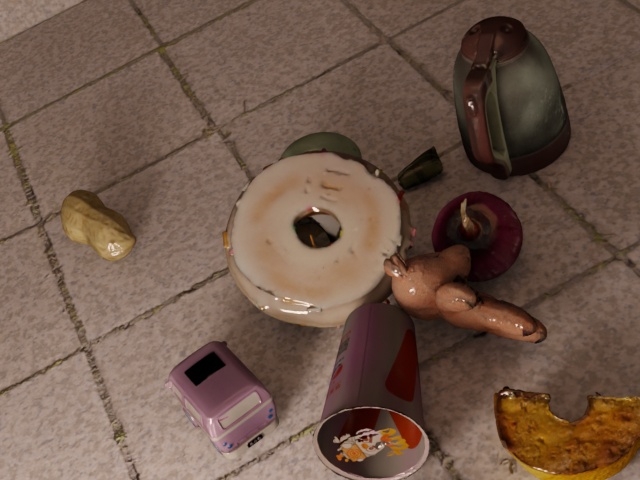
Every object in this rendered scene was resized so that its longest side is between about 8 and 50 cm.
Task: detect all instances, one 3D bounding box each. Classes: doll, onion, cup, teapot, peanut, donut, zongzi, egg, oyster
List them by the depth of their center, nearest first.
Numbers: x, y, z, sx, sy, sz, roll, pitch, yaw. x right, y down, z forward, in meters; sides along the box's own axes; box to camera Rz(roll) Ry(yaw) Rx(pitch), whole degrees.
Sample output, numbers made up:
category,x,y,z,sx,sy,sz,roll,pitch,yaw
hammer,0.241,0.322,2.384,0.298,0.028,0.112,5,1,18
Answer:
category,x,y,z,sx,sy,sz,roll,pitch,yaw
donut,0.396,0.327,1.698,0.259,0.101,0.152,3,48,25
cup,0.099,0.254,1.855,0.203,0.203,0.288,-10,37,14
doll,0.276,0.091,1.917,0.303,0.201,0.156,16,75,30
onion,0.303,-0.007,2.041,0.177,0.177,0.153,-6,11,18
donut,0.000,0.000,2.099,0.383,0.142,0.382,-2,70,6
teapot,0.372,-0.293,2.191,0.233,0.312,0.315,2,47,28
oyster,-0.018,-0.013,2.244,0.233,0.107,0.161,5,46,3
zongzi,0.214,-0.165,2.328,0.104,0.052,0.113,-23,28,8
egg,-0.002,-0.165,2.340,0.192,0.149,0.149,-17,41,-6
peanut,-0.524,-0.029,2.458,0.123,0.123,0.257,-38,48,-17

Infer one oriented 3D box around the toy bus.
category,x,y,z,sx,sy,sz,roll,pitch,yaw
toy bus,-0.185,0.287,1.960,0.142,0.142,0.202,-37,44,-15
